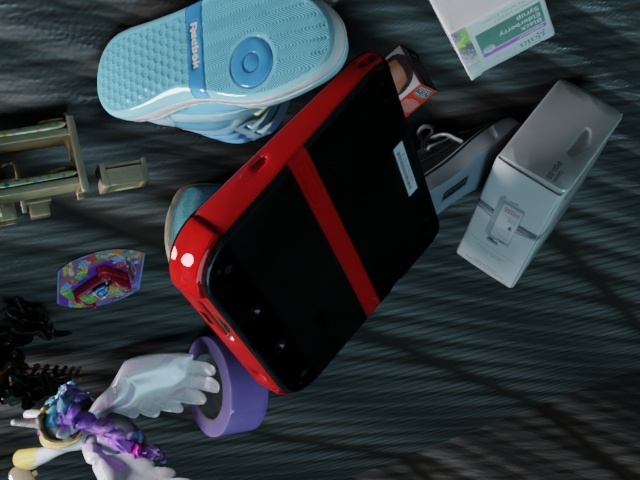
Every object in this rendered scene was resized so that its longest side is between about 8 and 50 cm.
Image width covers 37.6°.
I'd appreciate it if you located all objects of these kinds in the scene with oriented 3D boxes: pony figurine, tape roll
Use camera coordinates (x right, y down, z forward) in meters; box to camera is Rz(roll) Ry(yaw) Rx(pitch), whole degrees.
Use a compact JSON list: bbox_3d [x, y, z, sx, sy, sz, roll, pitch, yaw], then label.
[{"bbox_3d":[-0.385,0.358,1.707,0.351,0.302,0.363,8,160,-18],"label":"pony figurine"},{"bbox_3d":[-0.178,0.270,1.768,0.080,0.188,0.189,-2,147,-34],"label":"tape roll"}]

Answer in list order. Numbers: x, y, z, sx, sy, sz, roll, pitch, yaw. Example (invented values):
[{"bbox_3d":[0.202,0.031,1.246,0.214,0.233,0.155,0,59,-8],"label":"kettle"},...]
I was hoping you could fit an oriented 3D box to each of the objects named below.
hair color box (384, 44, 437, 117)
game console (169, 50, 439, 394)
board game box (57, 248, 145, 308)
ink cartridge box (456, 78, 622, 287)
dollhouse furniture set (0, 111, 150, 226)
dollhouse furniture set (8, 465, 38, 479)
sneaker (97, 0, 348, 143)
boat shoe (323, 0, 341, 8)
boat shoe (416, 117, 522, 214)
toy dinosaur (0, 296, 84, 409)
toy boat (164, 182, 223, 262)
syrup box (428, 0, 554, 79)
[{"bbox_3d":[0.080,-0.186,1.258,0.141,0.072,0.043,-39,149,28],"label":"hair color box"},{"bbox_3d":[0.000,0.000,1.159,0.342,0.060,0.386,-49,148,-14],"label":"game console"},{"bbox_3d":[-0.338,0.074,1.459,0.133,0.033,0.168,-11,151,-23],"label":"board game box"},{"bbox_3d":[0.343,-0.087,1.499,0.207,0.117,0.283,-48,164,-28],"label":"ink cartridge box"},{"bbox_3d":[-0.320,-0.091,1.147,0.182,0.101,0.161,-12,176,-21],"label":"dollhouse furniture set"},{"bbox_3d":[-0.687,0.509,1.876,0.242,0.161,0.212,-30,177,-22],"label":"dollhouse furniture set"},{"bbox_3d":[-0.065,-0.184,1.026,0.319,0.127,0.208,0,175,37],"label":"sneaker"},{"bbox_3d":[-0.049,-0.278,0.982,0.224,0.080,0.073,-2,142,-43],"label":"boat shoe"},{"bbox_3d":[0.184,-0.116,1.426,0.306,0.105,0.113,-38,153,-27],"label":"boat shoe"},{"bbox_3d":[-0.512,0.196,1.480,0.218,0.164,0.322,-23,180,31],"label":"toy dinosaur"},{"bbox_3d":[-0.064,-0.016,1.335,0.318,0.267,0.148,-42,176,-35],"label":"toy boat"},{"bbox_3d":[0.133,-0.287,0.929,0.093,0.236,0.096,-28,153,12],"label":"syrup box"}]
